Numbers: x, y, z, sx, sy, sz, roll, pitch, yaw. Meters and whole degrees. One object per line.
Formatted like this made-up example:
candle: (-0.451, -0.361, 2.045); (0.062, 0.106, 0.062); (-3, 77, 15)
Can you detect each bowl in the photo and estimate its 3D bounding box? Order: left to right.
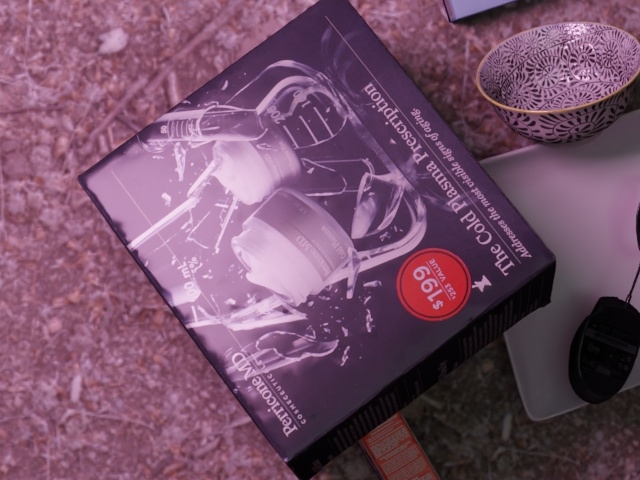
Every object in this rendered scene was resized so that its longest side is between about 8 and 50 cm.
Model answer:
bowl: (0.248, -0.146, 1.884); (0.170, 0.170, 0.080); (-19, 126, -6)

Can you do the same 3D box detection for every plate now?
plate: (0.301, 0.016, 1.935); (0.277, 0.045, 0.278); (-19, 94, -5)

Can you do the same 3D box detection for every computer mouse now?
computer mouse: (0.310, 0.051, 1.901); (0.071, 0.041, 0.242); (24, 82, -16)

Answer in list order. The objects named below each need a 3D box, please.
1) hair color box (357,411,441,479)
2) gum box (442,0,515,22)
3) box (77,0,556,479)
hair color box: (0.069, 0.207, 1.889); (0.053, 0.093, 0.167); (-30, 95, -5)
gum box: (0.198, -0.327, 1.911); (0.184, 0.041, 0.157); (-18, 94, -7)
box: (0.000, 0.000, 1.781); (0.312, 0.179, 0.343); (-37, 76, -4)
